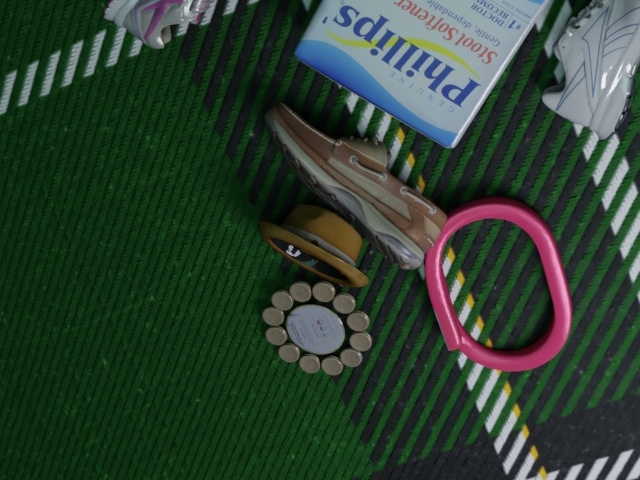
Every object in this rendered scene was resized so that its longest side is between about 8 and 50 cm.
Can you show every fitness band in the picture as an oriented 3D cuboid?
[{"bbox_3d":[0.276,0.072,1.673,0.209,0.054,0.291,-15,108,12],"label":"fitness band"}]

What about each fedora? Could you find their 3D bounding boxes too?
[{"bbox_3d":[0.000,0.000,1.654,0.194,0.194,0.079,29,78,-2],"label":"fedora"}]

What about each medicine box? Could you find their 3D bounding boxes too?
[{"bbox_3d":[0.150,-0.324,1.493,0.263,0.149,0.289,30,111,-2],"label":"medicine box"}]

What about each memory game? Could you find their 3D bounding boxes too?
[{"bbox_3d":[-0.006,0.143,1.748,0.186,0.012,0.186,7,122,12],"label":"memory game"}]

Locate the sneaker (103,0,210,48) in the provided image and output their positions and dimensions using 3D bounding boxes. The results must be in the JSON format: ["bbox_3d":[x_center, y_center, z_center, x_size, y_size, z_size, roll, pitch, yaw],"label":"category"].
[{"bbox_3d":[-0.196,-0.378,1.566,0.111,0.103,0.252,44,117,-12],"label":"sneaker"}]

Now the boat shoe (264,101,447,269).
[{"bbox_3d":[0.054,-0.099,1.622,0.324,0.123,0.116,43,83,0],"label":"boat shoe"}]

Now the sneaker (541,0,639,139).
[{"bbox_3d":[0.393,-0.283,1.479,0.129,0.111,0.297,21,120,10],"label":"sneaker"}]
